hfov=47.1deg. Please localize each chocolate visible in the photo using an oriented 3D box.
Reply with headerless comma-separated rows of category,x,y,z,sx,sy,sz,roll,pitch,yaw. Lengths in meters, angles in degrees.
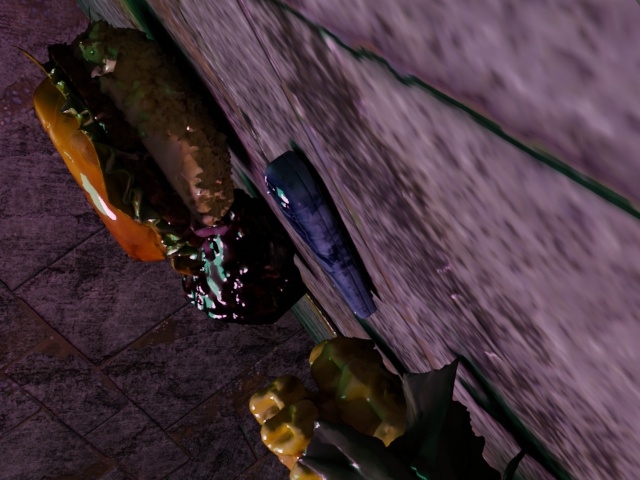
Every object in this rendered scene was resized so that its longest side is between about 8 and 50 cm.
chocolate,-0.092,0.004,0.856,0.156,0.156,0.133,49,145,37

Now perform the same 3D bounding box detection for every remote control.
remote control,0.001,-0.001,0.469,0.043,0.027,0.152,44,171,38

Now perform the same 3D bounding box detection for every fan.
fan,0.020,0.149,1.205,0.229,0.011,0.335,55,174,-12

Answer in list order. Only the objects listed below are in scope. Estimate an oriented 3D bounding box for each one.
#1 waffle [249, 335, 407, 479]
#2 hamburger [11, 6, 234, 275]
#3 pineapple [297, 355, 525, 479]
waffle,0.070,0.251,0.745,0.261,0.151,0.324,52,177,42
hamburger,-0.167,-0.089,0.705,0.243,0.139,0.261,54,170,22
pineapple,0.099,0.174,0.323,0.119,0.130,0.277,17,-159,-46
